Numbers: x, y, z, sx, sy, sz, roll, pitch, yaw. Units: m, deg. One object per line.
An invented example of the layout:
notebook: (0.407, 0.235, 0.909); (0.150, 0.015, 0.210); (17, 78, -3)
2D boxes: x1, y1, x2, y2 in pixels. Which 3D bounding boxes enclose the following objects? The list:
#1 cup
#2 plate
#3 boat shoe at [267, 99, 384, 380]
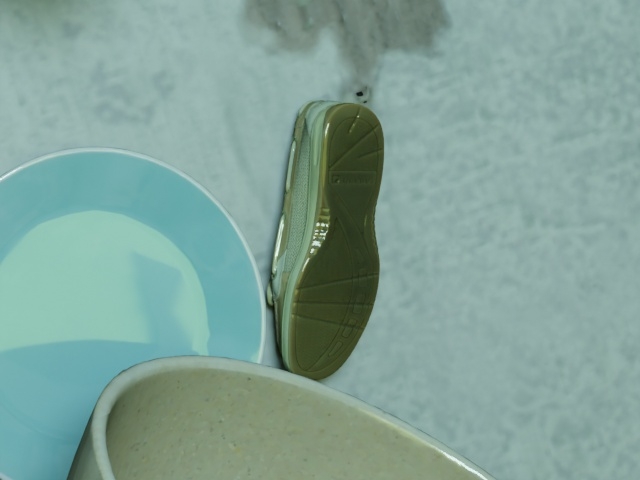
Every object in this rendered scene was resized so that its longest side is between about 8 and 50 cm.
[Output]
cup: (-0.014, 0.246, 0.916); (0.331, 0.331, 0.237); (24, 108, -20)
plate: (-0.120, 0.045, 0.998); (0.188, 0.024, 0.188); (-1, 92, -22)
boat shoe: (-0.002, -0.001, 1.039); (0.056, 0.048, 0.153); (1, 97, -34)
